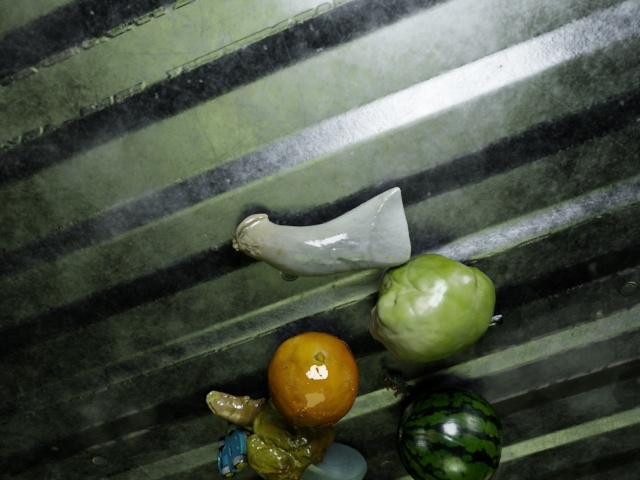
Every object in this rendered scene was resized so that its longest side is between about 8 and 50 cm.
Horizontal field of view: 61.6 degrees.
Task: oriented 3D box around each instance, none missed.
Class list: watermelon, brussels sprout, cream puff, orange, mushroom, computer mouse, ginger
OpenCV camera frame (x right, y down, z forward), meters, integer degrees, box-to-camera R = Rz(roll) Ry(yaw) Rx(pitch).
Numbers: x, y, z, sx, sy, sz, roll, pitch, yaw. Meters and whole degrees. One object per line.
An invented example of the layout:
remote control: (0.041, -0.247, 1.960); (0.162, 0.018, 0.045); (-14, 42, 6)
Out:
watermelon: (0.349, 0.543, 1.468); (0.286, 0.285, 0.284); (-1, 119, -2)
brussels sprout: (0.251, 0.158, 1.268); (0.317, 0.274, 0.242); (-19, 80, 18)
cream puff: (-0.081, 0.539, 1.472); (0.196, 0.244, 0.244); (-7, 123, 32)
orange: (-0.020, 0.351, 1.364); (0.240, 0.240, 0.239); (-1, 119, -2)
mushroom: (-0.001, 0.000, 1.235); (0.398, 0.126, 0.177); (-11, 99, 2)
computer mouse: (-0.034, 0.693, 1.630); (0.371, 0.121, 0.188); (18, 116, -9)
ginger: (-0.219, 0.479, 1.516); (0.206, 0.081, 0.115); (35, 142, -28)

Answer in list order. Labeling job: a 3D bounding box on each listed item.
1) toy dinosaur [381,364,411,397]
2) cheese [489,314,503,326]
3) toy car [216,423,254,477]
toy dinosaur: (0.211, 0.399, 1.511); (0.055, 0.049, 0.154); (-30, 122, 16)
cheese: (0.408, 0.233, 1.436); (0.163, 0.036, 0.086); (-17, 116, 6)
toy car: (-0.237, 0.628, 1.583); (0.098, 0.126, 0.161); (12, 125, -29)
